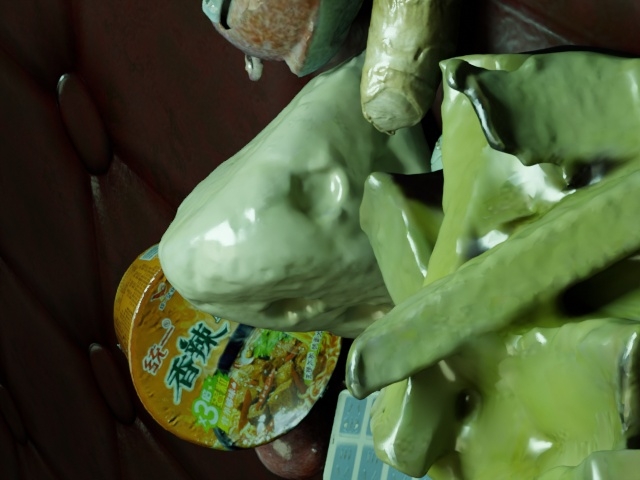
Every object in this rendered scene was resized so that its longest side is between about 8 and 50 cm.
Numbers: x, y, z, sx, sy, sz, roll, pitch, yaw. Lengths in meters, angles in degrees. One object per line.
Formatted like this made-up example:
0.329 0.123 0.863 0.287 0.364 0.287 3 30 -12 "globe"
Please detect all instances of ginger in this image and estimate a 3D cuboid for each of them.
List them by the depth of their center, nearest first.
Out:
0.136 0.031 0.727 0.413 0.211 0.358 50 121 38 "ginger"
0.068 -0.171 0.916 0.069 0.095 0.190 30 129 44 "ginger"

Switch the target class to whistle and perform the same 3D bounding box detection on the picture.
-0.009 -0.260 0.952 0.142 0.134 0.346 -88 16 -45 "whistle"

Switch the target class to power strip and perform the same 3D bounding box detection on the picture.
0.112 0.194 1.114 0.367 0.043 0.106 -10 66 60 "power strip"

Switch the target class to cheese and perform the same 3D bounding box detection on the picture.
0.000 0.000 1.012 0.251 0.248 0.174 60 152 -3 "cheese"

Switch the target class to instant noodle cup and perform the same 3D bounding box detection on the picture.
-0.116 0.091 1.294 0.182 0.230 0.230 16 124 64 "instant noodle cup"

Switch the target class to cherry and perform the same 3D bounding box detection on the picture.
-0.044 0.210 1.399 0.107 0.090 0.225 59 171 -17 "cherry"

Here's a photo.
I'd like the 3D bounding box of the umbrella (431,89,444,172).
0.120 -0.073 0.946 0.067 0.062 0.143 10 124 20 "umbrella"
